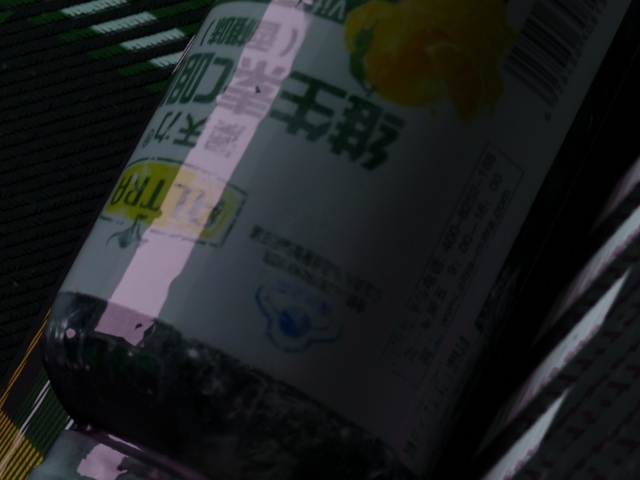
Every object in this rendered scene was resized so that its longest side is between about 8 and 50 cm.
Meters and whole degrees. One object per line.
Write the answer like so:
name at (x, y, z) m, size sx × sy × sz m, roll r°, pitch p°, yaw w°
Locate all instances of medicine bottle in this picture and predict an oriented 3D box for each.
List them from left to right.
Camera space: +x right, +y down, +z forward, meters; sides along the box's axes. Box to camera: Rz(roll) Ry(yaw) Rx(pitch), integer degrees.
medicine bottle at (0.000, 0.000, 0.671) m, size 0.293 × 0.141 × 0.141 m, roll -63°, pitch 11°, yaw -12°
